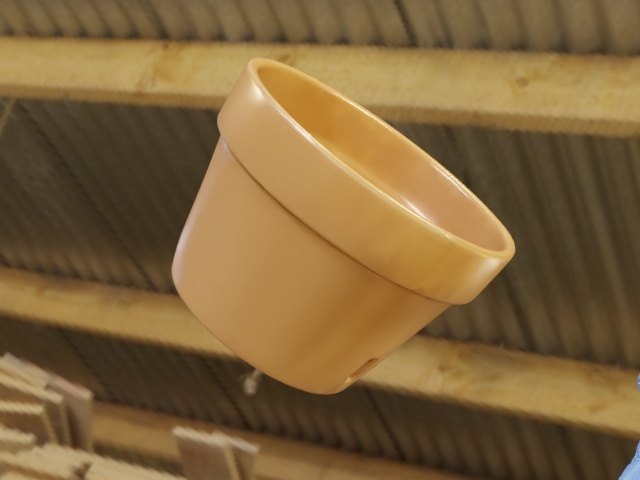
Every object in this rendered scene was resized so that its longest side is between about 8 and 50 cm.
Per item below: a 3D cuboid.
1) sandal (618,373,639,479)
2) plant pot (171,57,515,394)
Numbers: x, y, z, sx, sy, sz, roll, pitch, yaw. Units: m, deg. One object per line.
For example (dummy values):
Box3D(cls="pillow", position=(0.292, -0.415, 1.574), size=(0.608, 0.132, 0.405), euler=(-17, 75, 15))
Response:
Box3D(cls="sandal", position=(0.463, 0.311, 1.618), size=(0.138, 0.317, 0.126), euler=(-12, -40, 10))
Box3D(cls="plant pot", position=(0.000, 0.000, 1.096), size=(0.291, 0.291, 0.203), euler=(35, -75, -8))
